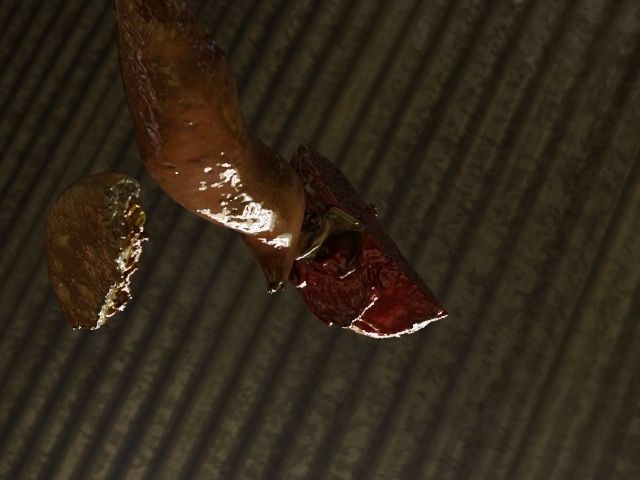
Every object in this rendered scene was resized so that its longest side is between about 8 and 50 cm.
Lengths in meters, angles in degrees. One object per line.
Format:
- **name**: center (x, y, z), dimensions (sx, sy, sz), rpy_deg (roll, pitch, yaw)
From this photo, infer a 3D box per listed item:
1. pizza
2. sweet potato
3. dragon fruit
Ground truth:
- **pizza**: center (-0.234, 0.011, 0.788), dimensions (0.127, 0.058, 0.246), rpy_deg (37, -44, 19)
- **sweet potato**: center (-0.052, -0.043, 0.361), dimensions (0.058, 0.202, 0.055), rpy_deg (-3, -122, 18)
- **dragon fruit**: center (0.000, 0.000, 0.508), dimensions (0.083, 0.106, 0.162), rpy_deg (-37, -131, 11)
